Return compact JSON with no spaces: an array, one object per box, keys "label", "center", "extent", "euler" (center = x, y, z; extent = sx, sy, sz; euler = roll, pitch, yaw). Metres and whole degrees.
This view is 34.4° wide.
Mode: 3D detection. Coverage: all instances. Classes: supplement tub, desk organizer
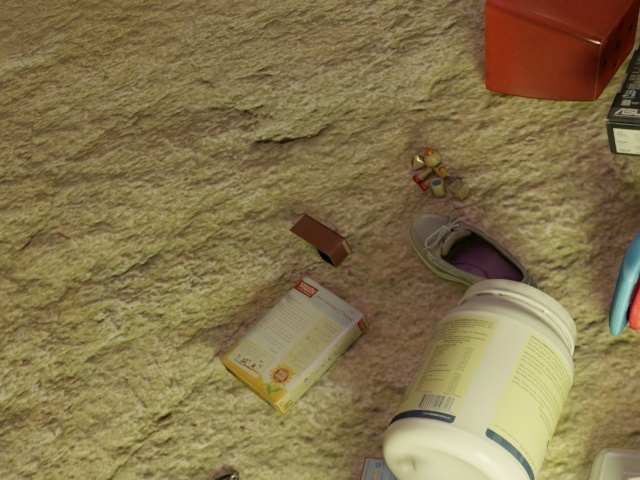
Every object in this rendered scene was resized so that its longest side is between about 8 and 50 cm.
[{"label":"supplement tub","center":[0.260,0.245,1.628],"extent":[0.235,0.235,0.325],"euler":[9,51,30]},{"label":"desk organizer","center":[0.000,0.000,2.101],"extent":[0.050,0.047,0.130],"euler":[-45,48,-14]}]

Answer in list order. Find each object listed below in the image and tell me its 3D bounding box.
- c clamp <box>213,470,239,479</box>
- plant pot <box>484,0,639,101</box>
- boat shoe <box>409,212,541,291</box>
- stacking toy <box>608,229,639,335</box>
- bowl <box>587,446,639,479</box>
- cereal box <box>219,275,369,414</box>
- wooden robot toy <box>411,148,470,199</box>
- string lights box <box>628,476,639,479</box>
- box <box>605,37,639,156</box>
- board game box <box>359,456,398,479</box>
[{"label":"c clamp","center":[-0.137,0.456,1.779],"extent":[0.137,0.022,0.160],"euler":[-45,50,-11]},{"label":"plant pot","center":[0.508,-0.440,2.135],"extent":[0.236,0.267,0.267],"euler":[28,65,25]},{"label":"boat shoe","center":[0.279,0.028,1.912],"extent":[0.118,0.103,0.320],"euler":[-37,47,-10]},{"label":"stacking toy","center":[0.634,0.107,1.673],"extent":[0.302,0.166,0.175],"euler":[21,47,23]},{"label":"bowl","center":[0.468,0.374,1.559],"extent":[0.142,0.053,0.142],"euler":[3,52,28]},{"label":"cereal box","center":[-0.049,0.193,1.950],"extent":[0.240,0.047,0.173],"euler":[-43,48,-16]},{"label":"wooden robot toy","center":[0.228,-0.147,2.107],"extent":[0.076,0.079,0.173],"euler":[-33,45,-7]},{"label":"string lights box","center":[0.560,0.371,1.392],"extent":[0.259,0.077,0.133],"euler":[-20,57,32]},{"label":"box","center":[0.734,-0.269,1.801],"extent":[0.395,0.097,0.318],"euler":[9,55,30]},{"label":"board game box","center":[0.111,0.479,1.641],"extent":[0.145,0.027,0.281],"euler":[-1,50,24]}]
